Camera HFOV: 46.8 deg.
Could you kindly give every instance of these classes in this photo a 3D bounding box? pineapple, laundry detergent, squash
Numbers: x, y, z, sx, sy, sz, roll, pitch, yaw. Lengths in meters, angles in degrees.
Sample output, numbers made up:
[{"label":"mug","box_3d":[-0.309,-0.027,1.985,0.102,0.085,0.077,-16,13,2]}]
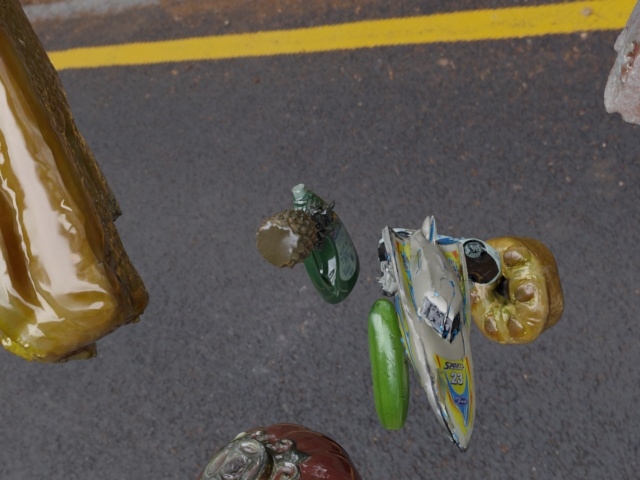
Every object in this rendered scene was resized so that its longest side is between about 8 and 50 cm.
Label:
[{"label":"pineapple","box_3d":[-0.021,-0.016,0.952,0.074,0.074,0.159,-8,11,27]},{"label":"laundry detergent","box_3d":[0.000,0.000,1.272,0.063,0.211,0.137,-6,37,29]},{"label":"squash","box_3d":[0.148,0.269,1.580,0.082,0.082,0.292,-3,95,31]}]

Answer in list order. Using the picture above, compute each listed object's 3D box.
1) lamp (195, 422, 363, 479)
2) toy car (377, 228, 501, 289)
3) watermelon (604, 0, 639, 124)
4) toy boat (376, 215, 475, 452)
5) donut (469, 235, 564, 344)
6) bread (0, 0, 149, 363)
[{"label":"lamp","box_3d":[-0.072,0.430,1.147,0.303,0.257,0.303,-23,30,14]},{"label":"toy car","box_3d":[0.196,0.028,1.229,0.205,0.095,0.056,6,45,8]},{"label":"watermelon","box_3d":[0.504,-0.269,1.009,0.232,0.310,0.193,-11,31,37]},{"label":"toy boat","box_3d":[0.100,0.079,0.638,0.066,0.084,0.210,-46,43,45]},{"label":"donut","box_3d":[0.388,0.099,1.500,0.114,0.226,0.226,-11,32,-34]},{"label":"bread","box_3d":[-0.236,-0.092,0.515,0.109,0.185,0.380,-29,88,-5]}]
